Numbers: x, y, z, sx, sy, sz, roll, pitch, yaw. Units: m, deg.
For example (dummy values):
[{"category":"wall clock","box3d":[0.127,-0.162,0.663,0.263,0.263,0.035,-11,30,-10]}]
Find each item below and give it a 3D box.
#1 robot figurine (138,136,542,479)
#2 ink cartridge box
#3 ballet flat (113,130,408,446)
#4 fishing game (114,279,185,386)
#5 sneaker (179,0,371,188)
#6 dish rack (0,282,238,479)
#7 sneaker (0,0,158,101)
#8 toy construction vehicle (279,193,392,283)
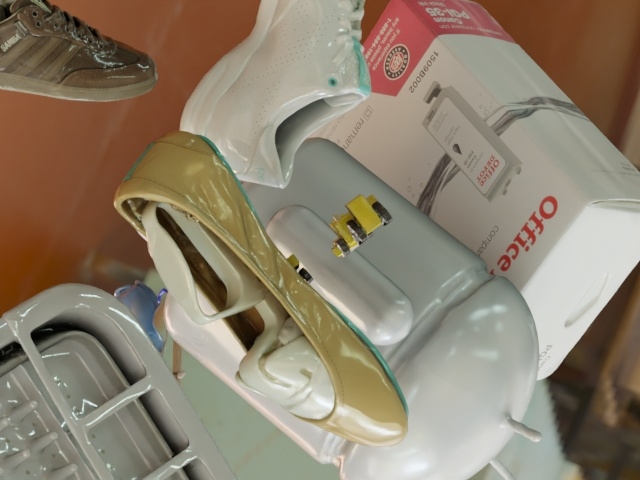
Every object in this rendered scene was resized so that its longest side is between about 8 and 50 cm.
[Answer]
[{"category":"robot figurine","box3d":[0.022,0.060,1.429,0.200,0.353,0.300,-50,166,-7]},{"category":"ink cartridge box","box3d":[0.129,-0.046,1.580,0.117,0.283,0.207,3,129,-45]},{"category":"ballet flat","box3d":[-0.040,0.044,1.087,0.073,0.232,0.080,-42,-173,-40]},{"category":"fishing game","box3d":[-0.177,0.127,1.589,0.264,0.041,0.189,-48,-147,36]},{"category":"sneaker","box3d":[0.002,-0.128,1.190,0.212,0.094,0.080,-60,151,-2]},{"category":"dish rack","box3d":[-0.192,0.208,1.155,0.072,0.285,0.333,-30,-178,45]},{"category":"sneaker","box3d":[-0.207,-0.149,1.382,0.188,0.066,0.071,2,114,-25]},{"category":"toy construction vehicle","box3d":[0.000,0.000,1.155,0.086,0.035,0.098,-37,179,-2]}]
